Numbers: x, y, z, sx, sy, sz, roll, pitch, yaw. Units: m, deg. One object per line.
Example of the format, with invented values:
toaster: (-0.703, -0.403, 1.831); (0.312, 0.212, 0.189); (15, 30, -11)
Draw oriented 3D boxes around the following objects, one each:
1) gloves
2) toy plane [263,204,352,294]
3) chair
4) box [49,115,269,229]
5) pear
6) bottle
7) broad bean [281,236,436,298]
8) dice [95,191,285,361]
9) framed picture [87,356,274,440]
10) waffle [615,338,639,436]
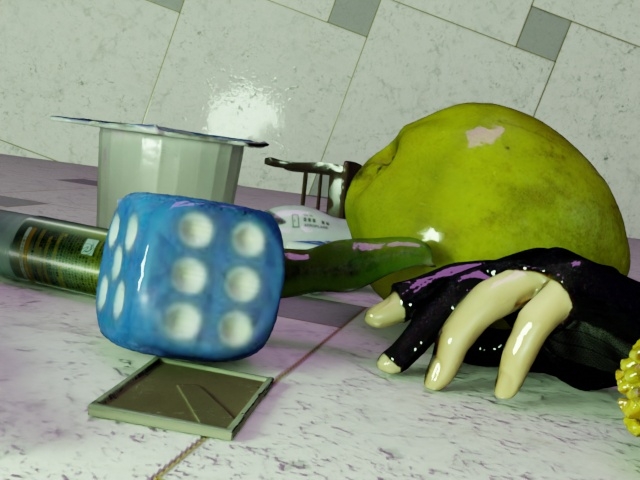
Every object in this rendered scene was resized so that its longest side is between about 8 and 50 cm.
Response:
gloves: (0.196, 0.085, 0.846); (0.301, 0.152, 0.197); (-7, -19, -3)
toy plane: (0.000, 0.006, 1.260); (0.266, 0.123, 0.267); (-2, 9, 0)
chair: (0.060, -0.051, 1.561); (0.319, 0.186, 0.160); (7, 2, 13)
box: (-0.237, -0.060, 1.207); (0.291, 0.206, 0.262); (1, 8, -35)
pear: (0.215, -0.007, 1.034); (0.375, 0.287, 0.287); (32, 10, 4)
bottle: (-0.282, 0.021, 1.005); (0.286, 0.082, 0.082); (10, 8, 20)
broad bean: (-0.029, 0.030, 0.893); (0.297, 0.060, 0.043); (-3, -12, 7)
dice: (-0.120, 0.034, 0.794); (0.146, 0.143, 0.146); (9, -3, -27)
framed picture: (-0.104, 0.122, 0.679); (0.109, 0.011, 0.149); (8, 7, 8)
waffle: (0.325, 0.136, 0.662); (0.193, 0.070, 0.197); (20, 32, 20)
